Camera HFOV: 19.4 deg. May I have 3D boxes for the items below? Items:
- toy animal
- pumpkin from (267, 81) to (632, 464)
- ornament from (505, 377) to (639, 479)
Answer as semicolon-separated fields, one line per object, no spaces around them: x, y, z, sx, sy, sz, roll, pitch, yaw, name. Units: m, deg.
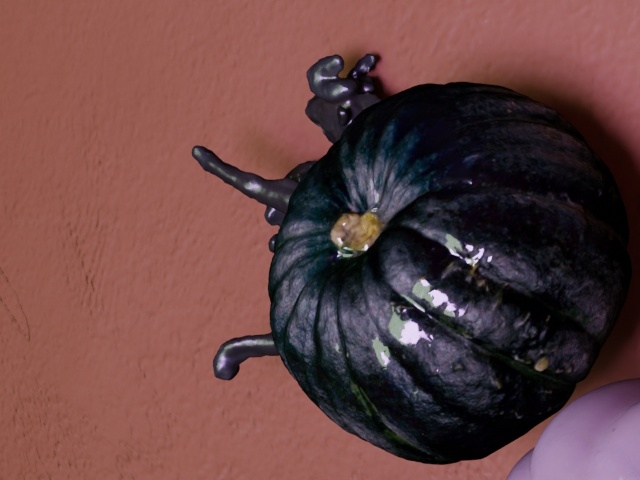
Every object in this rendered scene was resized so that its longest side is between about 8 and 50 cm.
0.000;0.000;1.211;0.148;0.084;0.232;-5;91;44;toy animal
0.072;0.017;1.065;0.220;0.162;0.220;-25;54;41;pumpkin
0.180;0.163;1.010;0.177;0.177;0.177;11;106;43;ornament
